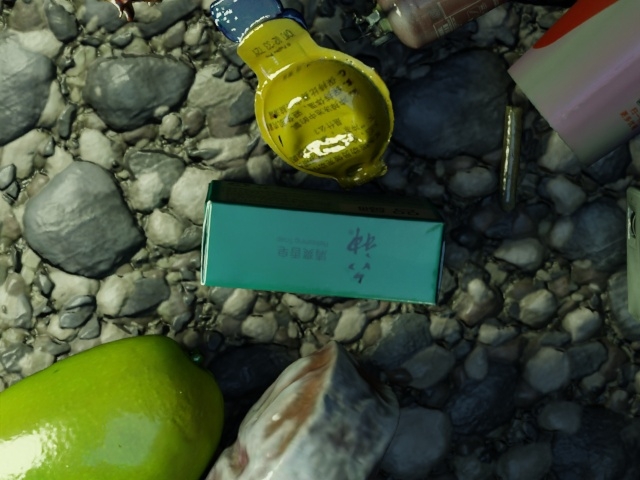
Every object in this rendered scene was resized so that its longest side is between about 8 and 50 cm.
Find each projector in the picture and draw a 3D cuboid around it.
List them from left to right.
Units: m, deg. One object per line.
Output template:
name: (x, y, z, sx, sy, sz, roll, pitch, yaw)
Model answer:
projector: (0.368, 0.020, 1.695, 0.061, 0.115, 0.147, -3, 100, -5)

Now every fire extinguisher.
fire extinguisher: (0.140, -0.271, 1.639, 0.269, 0.105, 0.105, -27, 100, 3)

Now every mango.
mango: (-0.262, 0.226, 1.679, 0.343, 0.156, 0.192, -24, 85, 4)

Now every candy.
candy: (-0.029, 0.248, 1.664, 0.157, 0.214, 0.289, 35, 99, -12)

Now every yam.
yam: (0.205, -0.088, 1.716, 0.021, 0.021, 0.116, 2, 98, -3)

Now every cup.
cup: (0.343, -0.217, 1.628, 0.288, 0.203, 0.203, -40, 99, 10)

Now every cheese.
cheese: (-0.016, -0.161, 1.649, 0.156, 0.064, 0.250, -25, 112, 28)

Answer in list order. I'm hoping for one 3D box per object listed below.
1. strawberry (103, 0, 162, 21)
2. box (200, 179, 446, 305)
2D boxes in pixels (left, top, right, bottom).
strawberry: (-0.203, -0.365, 1.585, 0.253, 0.150, 0.280, 36, 98, -9)
box: (0.000, 0.000, 1.654, 0.244, 0.153, 0.092, 4, 101, -2)
